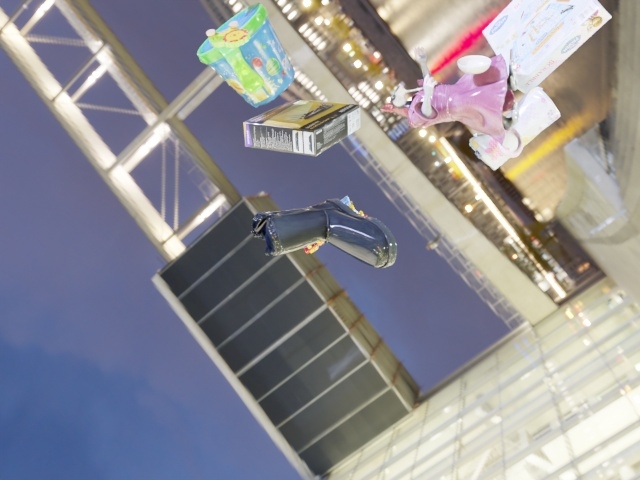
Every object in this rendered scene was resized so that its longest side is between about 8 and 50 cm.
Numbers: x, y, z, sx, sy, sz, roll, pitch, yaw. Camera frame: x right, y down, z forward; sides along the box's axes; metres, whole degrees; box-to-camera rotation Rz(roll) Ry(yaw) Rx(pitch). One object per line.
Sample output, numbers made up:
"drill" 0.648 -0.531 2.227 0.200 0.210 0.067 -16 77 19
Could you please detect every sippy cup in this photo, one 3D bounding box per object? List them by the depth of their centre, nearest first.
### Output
"sippy cup" -0.197 -0.520 1.831 0.224 0.240 0.306 51 -127 -28

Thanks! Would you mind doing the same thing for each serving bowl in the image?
"serving bowl" 0.392 -0.445 1.618 0.083 0.083 0.027 -107 9 -54

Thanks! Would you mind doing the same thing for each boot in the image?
"boot" 0.000 0.000 1.240 0.207 0.094 0.246 -15 -146 -31

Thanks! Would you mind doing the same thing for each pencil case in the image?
"pencil case" 0.591 -0.341 1.937 0.124 0.273 0.113 57 -164 22

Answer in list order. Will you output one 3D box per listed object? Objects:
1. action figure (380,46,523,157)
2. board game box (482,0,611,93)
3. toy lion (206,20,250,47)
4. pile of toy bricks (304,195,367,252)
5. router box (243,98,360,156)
"action figure" 0.349 -0.372 1.720 0.276 0.369 0.248 66 -149 -33
"board game box" 0.691 -0.673 1.979 0.065 0.318 0.318 21 -139 -33
"toy lion" -0.230 -0.513 1.603 0.034 0.100 0.096 75 171 -45
"pile of toy bricks" 0.049 -0.038 1.900 0.105 0.212 0.118 33 -149 -44
"router box" -0.049 -0.351 1.930 0.309 0.242 0.081 -42 -44 -52
